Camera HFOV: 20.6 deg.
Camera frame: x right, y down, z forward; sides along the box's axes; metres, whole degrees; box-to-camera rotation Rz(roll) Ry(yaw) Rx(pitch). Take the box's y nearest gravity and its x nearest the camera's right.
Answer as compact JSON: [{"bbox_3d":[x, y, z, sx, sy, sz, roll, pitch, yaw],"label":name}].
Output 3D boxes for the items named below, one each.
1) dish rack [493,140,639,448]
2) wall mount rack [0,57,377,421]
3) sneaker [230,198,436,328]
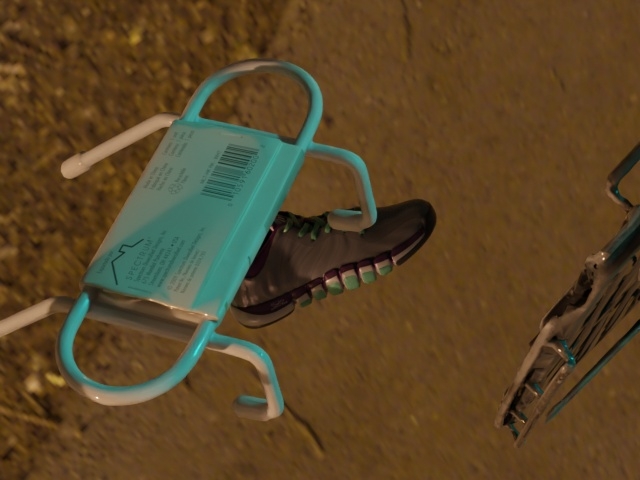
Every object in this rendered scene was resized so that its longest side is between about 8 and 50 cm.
[{"bbox_3d":[0.160,-0.035,0.504,0.271,0.208,0.074,-44,77,-11],"label":"dish rack"},{"bbox_3d":[-0.134,0.007,1.413,0.304,0.130,0.350,13,54,20],"label":"wall mount rack"},{"bbox_3d":[0.000,0.000,1.711,0.223,0.098,0.083,-27,25,4],"label":"sneaker"}]
